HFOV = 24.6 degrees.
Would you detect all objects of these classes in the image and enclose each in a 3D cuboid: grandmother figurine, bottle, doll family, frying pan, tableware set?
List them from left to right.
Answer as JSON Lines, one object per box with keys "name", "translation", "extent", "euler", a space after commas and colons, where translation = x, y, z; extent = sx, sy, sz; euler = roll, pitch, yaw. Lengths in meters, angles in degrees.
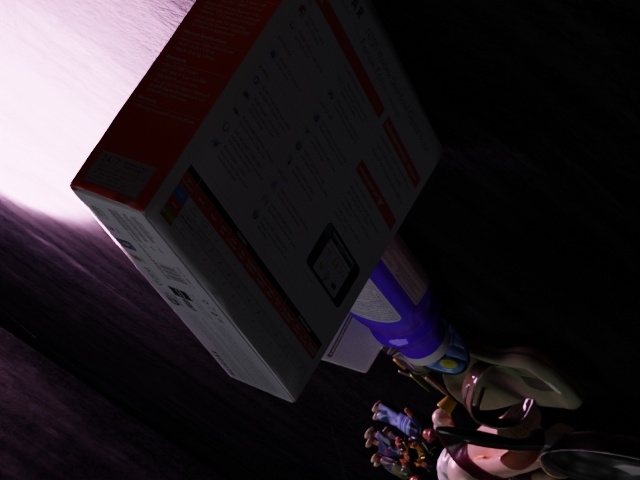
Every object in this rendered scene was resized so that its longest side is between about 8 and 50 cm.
{"name": "bottle", "translation": [0.072, 0.052, 1.742], "extent": [0.118, 0.092, 0.283], "euler": [17, 157, 40]}
{"name": "doll family", "translation": [0.138, 0.333, 2.378], "extent": [0.111, 0.076, 0.193], "euler": [27, 158, 28]}
{"name": "tableware set", "translation": [0.140, 0.193, 2.016], "extent": [0.104, 0.024, 0.154], "euler": [41, -179, -29]}
{"name": "grandmother figurine", "translation": [0.246, 0.309, 2.116], "extent": [0.208, 0.104, 0.342], "euler": [40, 159, 2]}
{"name": "frying pan", "translation": [0.315, 0.273, 1.876], "extent": [0.326, 0.053, 0.197], "euler": [10, 161, 13]}

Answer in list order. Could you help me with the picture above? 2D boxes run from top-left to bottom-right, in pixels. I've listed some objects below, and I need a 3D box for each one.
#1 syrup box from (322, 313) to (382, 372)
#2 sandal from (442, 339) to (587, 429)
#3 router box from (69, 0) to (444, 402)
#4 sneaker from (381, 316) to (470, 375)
{"name": "syrup box", "translation": [-0.022, 0.082, 1.819], "extent": [0.237, 0.096, 0.093], "euler": [23, -172, -46]}
{"name": "sandal", "translation": [0.224, 0.190, 1.853], "extent": [0.120, 0.086, 0.303], "euler": [36, 166, -10]}
{"name": "router box", "translation": [-0.036, -0.064, 1.300], "extent": [0.082, 0.301, 0.335], "euler": [19, 157, 32]}
{"name": "sneaker", "translation": [0.138, 0.138, 1.908], "extent": [0.078, 0.067, 0.188], "euler": [40, 166, -28]}
